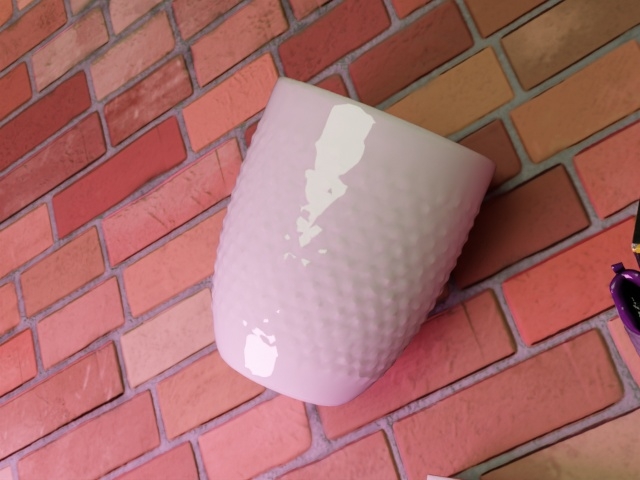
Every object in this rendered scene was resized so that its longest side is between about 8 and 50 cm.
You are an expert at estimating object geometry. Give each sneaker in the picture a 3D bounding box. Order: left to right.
[{"bbox_3d":[0.359,0.125,1.009,0.083,0.098,0.224,-38,58,17],"label":"sneaker"}]

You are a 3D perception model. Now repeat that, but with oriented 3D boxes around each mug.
[{"bbox_3d":[0.000,0.000,1.204,0.328,0.276,0.374,-68,24,5],"label":"mug"}]

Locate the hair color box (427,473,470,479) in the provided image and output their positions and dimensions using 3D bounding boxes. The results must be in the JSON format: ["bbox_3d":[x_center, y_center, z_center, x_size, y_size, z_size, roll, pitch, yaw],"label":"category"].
[{"bbox_3d":[0.195,0.314,1.080,0.167,0.053,0.093,0,74,31],"label":"hair color box"}]

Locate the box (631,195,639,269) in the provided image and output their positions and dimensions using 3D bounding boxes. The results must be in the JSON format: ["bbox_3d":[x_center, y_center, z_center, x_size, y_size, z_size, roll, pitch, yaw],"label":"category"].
[{"bbox_3d":[0.453,-0.090,0.948,0.257,0.079,0.322,-6,43,33],"label":"box"}]
